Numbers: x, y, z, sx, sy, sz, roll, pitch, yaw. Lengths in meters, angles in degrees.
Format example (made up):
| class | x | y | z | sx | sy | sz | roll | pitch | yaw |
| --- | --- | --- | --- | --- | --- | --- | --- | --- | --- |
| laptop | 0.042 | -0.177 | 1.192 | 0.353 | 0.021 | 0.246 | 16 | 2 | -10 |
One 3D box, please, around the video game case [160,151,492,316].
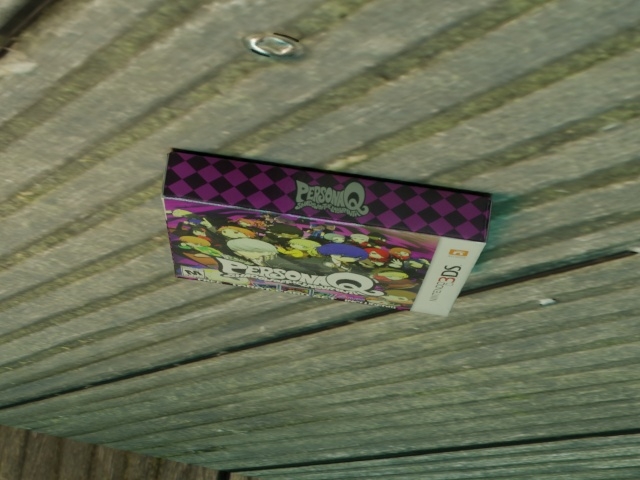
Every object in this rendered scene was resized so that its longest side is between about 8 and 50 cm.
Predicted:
| class | x | y | z | sx | sy | sz | roll | pitch | yaw |
| --- | --- | --- | --- | --- | --- | --- | --- | --- | --- |
| video game case | 0.000 | 0.000 | 1.120 | 0.232 | 0.042 | 0.210 | 8 | 162 | -1 |
